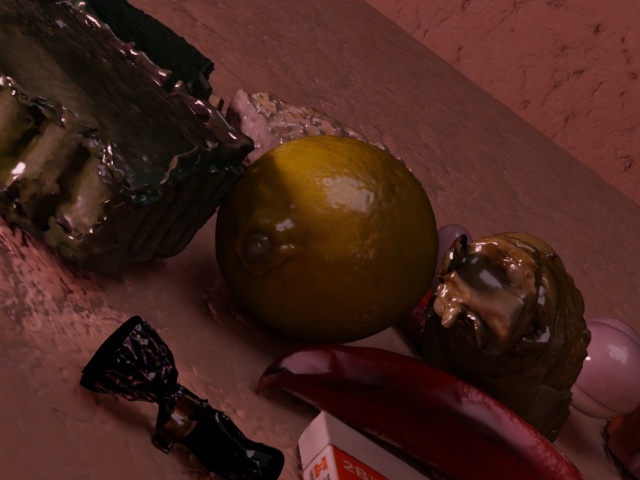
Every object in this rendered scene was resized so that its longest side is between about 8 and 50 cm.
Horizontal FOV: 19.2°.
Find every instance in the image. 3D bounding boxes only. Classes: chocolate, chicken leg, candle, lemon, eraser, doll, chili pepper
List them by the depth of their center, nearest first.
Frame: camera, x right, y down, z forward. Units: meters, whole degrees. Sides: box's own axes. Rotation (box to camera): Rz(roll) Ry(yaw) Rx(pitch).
[{"bbox_3d":[-0.093,0.120,1.282,0.147,0.070,0.072,48,3,-6],"label":"chocolate"},{"bbox_3d":[0.063,0.226,1.368,0.157,0.038,0.230,34,16,-18],"label":"eraser"},{"bbox_3d":[0.108,0.177,1.577,0.368,0.092,0.137,30,35,-11],"label":"chili pepper"},{"bbox_3d":[0.000,0.000,1.626,0.184,0.184,0.248,46,27,26],"label":"lemon"},{"bbox_3d":[0.159,0.076,1.674,0.153,0.201,0.429,12,-10,11],"label":"chicken leg"},{"bbox_3d":[0.099,0.073,1.911,0.052,0.052,0.130,24,20,-47],"label":"candle"},{"bbox_3d":[0.227,0.084,2.033,0.365,0.094,0.160,33,14,10],"label":"doll"}]

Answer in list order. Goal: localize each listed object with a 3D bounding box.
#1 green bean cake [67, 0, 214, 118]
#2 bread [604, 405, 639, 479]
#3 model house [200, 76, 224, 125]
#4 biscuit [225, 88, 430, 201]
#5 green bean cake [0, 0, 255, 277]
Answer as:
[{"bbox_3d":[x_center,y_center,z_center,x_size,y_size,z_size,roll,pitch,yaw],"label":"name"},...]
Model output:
[{"bbox_3d":[-0.170,-0.133,1.751,0.193,0.107,0.208,32,16,-37],"label":"green bean cake"},{"bbox_3d":[0.439,0.240,2.108,0.244,0.123,0.190,35,18,-21],"label":"bread"},{"bbox_3d":[-0.142,-0.161,2.035,0.083,0.057,0.058,19,-11,-5],"label":"model house"},{"bbox_3d":[0.026,-0.060,2.013,0.179,0.084,0.281,6,29,-38],"label":"biscuit"},{"bbox_3d":[-0.198,-0.088,1.489,0.241,0.132,0.255,41,16,7],"label":"green bean cake"}]
